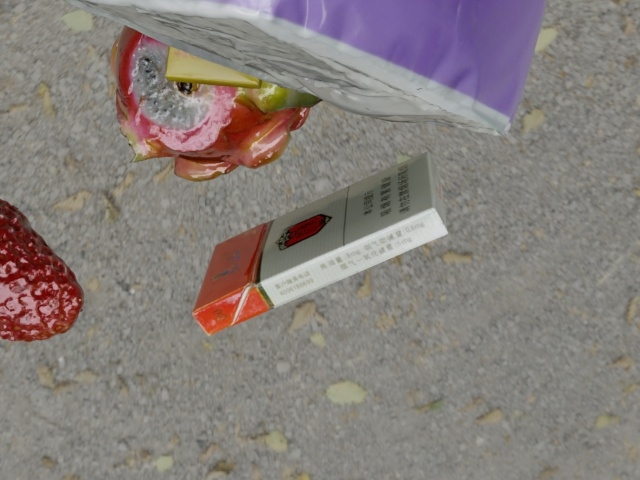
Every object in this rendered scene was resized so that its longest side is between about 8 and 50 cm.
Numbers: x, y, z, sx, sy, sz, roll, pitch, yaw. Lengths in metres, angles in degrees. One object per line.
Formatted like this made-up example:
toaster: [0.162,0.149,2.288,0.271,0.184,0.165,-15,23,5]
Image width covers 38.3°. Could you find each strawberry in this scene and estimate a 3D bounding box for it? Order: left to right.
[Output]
strawberry: [-0.452,0.053,1.303,0.245,0.205,0.205,26,106,-3]

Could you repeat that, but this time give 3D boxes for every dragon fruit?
dragon fruit: [-0.103,-0.174,0.957,0.224,0.227,0.224,12,120,23]

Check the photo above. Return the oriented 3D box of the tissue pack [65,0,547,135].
tissue pack: [0.035,-0.234,0.449,0.242,0.160,0.338,8,97,-53]

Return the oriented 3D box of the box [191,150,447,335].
box: [0.000,0.000,0.870,0.245,0.139,0.035,-22,114,16]

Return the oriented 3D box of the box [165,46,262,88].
box: [-0.086,-0.216,0.820,0.087,0.023,0.155,7,86,9]
